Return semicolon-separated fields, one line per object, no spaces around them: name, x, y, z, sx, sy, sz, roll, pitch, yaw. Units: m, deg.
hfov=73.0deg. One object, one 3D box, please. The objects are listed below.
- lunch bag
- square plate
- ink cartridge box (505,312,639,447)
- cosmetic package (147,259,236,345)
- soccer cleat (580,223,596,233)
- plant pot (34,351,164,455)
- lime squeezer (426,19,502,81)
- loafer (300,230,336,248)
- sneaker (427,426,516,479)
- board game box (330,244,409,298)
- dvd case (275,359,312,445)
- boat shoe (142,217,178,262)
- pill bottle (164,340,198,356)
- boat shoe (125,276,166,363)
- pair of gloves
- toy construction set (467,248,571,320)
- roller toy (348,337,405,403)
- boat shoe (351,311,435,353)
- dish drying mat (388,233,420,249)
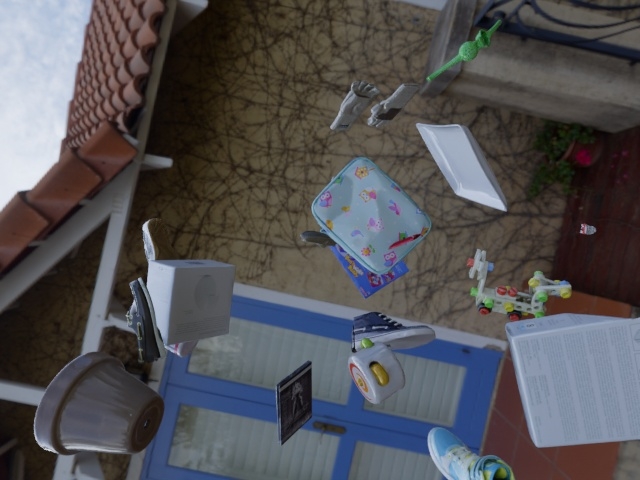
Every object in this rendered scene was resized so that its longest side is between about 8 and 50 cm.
lunch bag;0.121;-0.061;1.120;0.224;0.279;0.108;-46;-1;7
square plate;0.506;-0.280;1.545;0.049;0.347;0.344;-36;20;0
ink cartridge box;0.672;0.316;1.023;0.091;0.386;0.307;-48;-57;-72
cosmetic package;-0.394;0.177;1.310;0.224;0.138;0.224;3;-86;-52
soccer cleat;0.728;-0.030;1.175;0.083;0.036;0.029;2;-85;-59
plant pot;-0.549;0.450;1.138;0.263;0.230;0.262;12;-90;-78
lime squeezer;0.481;-0.603;1.354;0.310;0.058;0.110;-40;-1;-3
loafer;0.000;0.000;1.444;0.056;0.148;0.050;43;125;56
sneaker;0.442;0.642;1.249;0.319;0.127;0.208;49;148;44
board game box;0.196;0.048;1.905;0.234;0.346;0.078;-33;5;5
dvd case;-0.082;0.517;1.387;0.165;0.018;0.221;-22;-62;-51
boat shoe;-0.623;0.055;1.672;0.098;0.096;0.276;-11;-90;-47
pill bottle;-0.507;0.305;1.450;0.107;0.180;0.107;-58;-17;-30
boat shoe;-0.438;0.202;1.063;0.081;0.069;0.227;31;132;60
pair of gloves;0.165;-0.418;1.338;0.204;0.241;0.042;-49;55;61
toy construction set;0.649;0.166;1.478;0.151;0.328;0.214;-52;-22;-40
roller toy;0.194;0.472;1.535;0.209;0.146;0.190;35;145;55
boat shoe;0.283;0.354;1.755;0.127;0.341;0.158;61;-158;-49
dish drying mat;0.198;0.002;1.025;0.032;0.008;0.083;-35;6;-39
